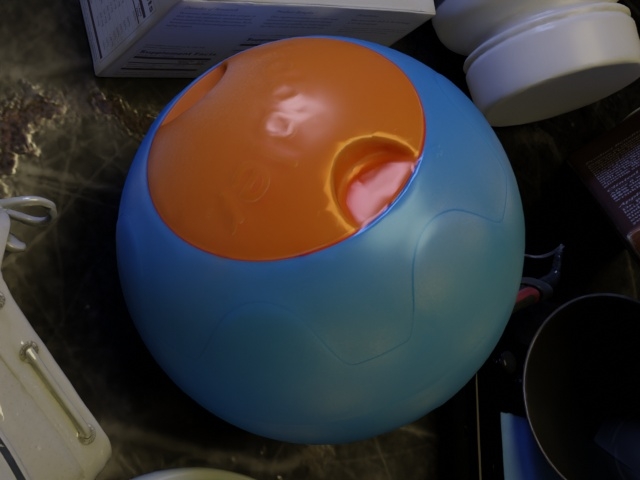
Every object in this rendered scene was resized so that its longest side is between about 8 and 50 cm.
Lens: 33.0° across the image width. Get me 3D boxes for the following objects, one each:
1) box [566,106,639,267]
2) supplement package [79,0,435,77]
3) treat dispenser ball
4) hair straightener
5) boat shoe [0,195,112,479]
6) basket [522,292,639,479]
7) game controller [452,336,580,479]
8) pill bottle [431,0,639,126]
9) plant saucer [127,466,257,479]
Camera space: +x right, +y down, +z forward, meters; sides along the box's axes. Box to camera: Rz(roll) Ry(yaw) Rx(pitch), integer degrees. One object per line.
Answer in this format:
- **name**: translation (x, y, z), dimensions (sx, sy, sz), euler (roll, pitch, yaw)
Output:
- **box**: translation (0.367, -0.045, 1.019), dimensions (0.143, 0.191, 0.381), euler (54, 13, -10)
- **supplement package**: translation (-0.064, -0.258, 0.916), dimensions (0.261, 0.145, 0.204), euler (-6, 77, -40)
- **treat dispenser ball**: translation (0.000, 0.000, 0.774), dimensions (0.288, 0.288, 0.288), euler (14, 65, -33)
- **hair straightener**: translation (0.128, 0.045, 0.986), dimensions (0.230, 0.047, 0.089), euler (-26, 52, -24)
- **boat shoe**: translation (-0.242, 0.012, 0.683), dimensions (0.156, 0.135, 0.367), euler (-38, 101, -40)
- **basket**: translation (0.307, 0.181, 0.994), dimensions (0.227, 0.154, 0.204), euler (40, 23, -45)
- **game controller**: translation (0.185, 0.248, 0.969), dimensions (0.166, 0.067, 0.319), euler (14, 66, -33)
- **pill bottle**: translation (0.191, -0.313, 1.095), dimensions (0.204, 0.204, 0.361), euler (-8, 78, -39)
- **plant saucer**: translation (-0.045, 0.341, 0.679), dimensions (0.400, 0.100, 0.401), euler (23, 58, -45)
